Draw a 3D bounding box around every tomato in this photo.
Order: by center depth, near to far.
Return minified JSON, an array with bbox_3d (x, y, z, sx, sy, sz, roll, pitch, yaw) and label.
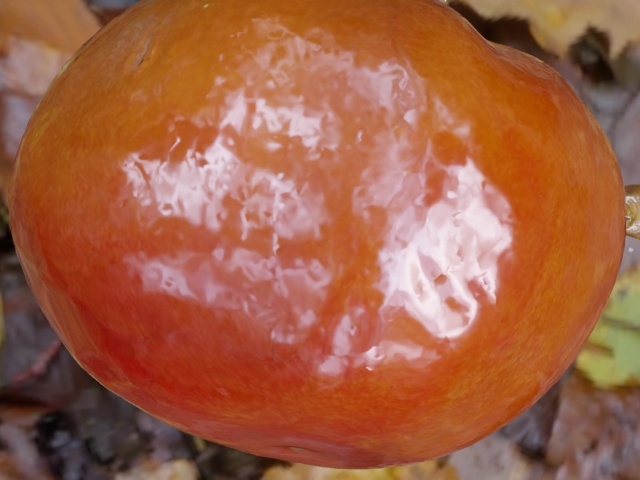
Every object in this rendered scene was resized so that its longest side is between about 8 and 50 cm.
[{"bbox_3d":[0.002,0.001,0.783,0.260,0.260,0.180,9,76,9],"label":"tomato"}]

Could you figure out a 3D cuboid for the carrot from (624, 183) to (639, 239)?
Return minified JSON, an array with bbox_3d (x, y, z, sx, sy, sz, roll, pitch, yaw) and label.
[{"bbox_3d":[0.292,-0.003,1.436,0.186,0.060,0.060,19,94,-32],"label":"carrot"}]
